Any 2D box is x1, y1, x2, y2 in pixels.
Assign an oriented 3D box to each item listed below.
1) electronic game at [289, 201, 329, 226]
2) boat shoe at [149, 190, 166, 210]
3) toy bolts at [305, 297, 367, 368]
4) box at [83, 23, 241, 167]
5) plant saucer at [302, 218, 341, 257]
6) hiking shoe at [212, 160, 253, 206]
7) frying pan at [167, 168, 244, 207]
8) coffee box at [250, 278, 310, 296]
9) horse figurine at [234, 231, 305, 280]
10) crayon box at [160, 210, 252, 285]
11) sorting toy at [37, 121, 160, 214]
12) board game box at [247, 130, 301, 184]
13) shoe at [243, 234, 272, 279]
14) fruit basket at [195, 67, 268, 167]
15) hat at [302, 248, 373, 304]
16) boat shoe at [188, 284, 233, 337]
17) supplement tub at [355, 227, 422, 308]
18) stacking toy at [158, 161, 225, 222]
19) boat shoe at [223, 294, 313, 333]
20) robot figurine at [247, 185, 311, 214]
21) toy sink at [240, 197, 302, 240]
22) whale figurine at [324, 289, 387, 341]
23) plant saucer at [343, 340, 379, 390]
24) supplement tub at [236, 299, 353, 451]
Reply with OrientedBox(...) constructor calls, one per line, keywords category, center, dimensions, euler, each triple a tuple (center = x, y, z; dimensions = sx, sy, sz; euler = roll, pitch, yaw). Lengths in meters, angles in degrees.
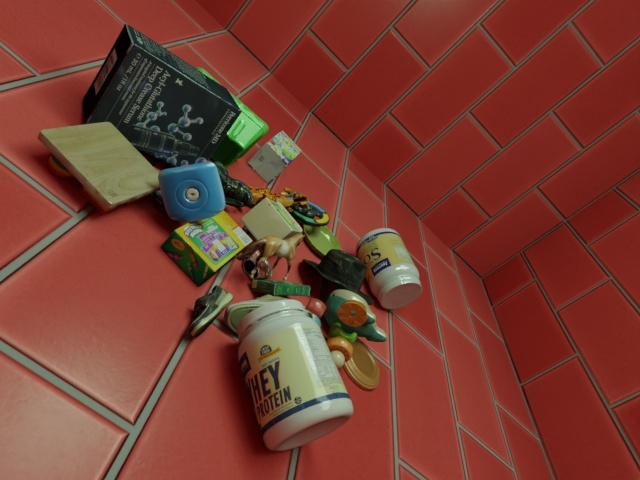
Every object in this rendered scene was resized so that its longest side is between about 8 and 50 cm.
OrientedBox(category="electronic game", center=(-0.064, -0.131, 2.058), dimensions=(0.229, 0.048, 0.229), euler=(20, 26, -10))
OrientedBox(category="boat shoe", center=(-0.494, -0.117, 1.414), dimensions=(0.125, 0.038, 0.046), euler=(53, -17, -2))
OrientedBox(category="toy bolts", center=(0.029, 0.296, 1.511), dimensions=(0.228, 0.218, 0.158), euler=(28, 33, -2))
OrientedBox(category="box", center=(-0.520, -0.448, 1.508), dimensions=(0.395, 0.294, 0.212), euler=(24, 23, -42))
OrientedBox(category="plant saucer", center=(0.000, 0.000, 2.060), dimensions=(0.241, 0.037, 0.241), euler=(38, 26, -22))
OrientedBox(category="hiking shoe", center=(-0.360, -0.200, 1.725), dimensions=(0.227, 0.086, 0.114), euler=(41, 33, 5))
OrientedBox(category="frying pan", center=(-0.423, -0.170, 1.592), dimensions=(0.197, 0.053, 0.326), euler=(52, 23, 9))
OrientedBox(category="coffee box", center=(-0.133, 0.160, 1.528), dimensions=(0.184, 0.113, 0.041), euler=(12, 86, -55))
OrientedBox(category="horse figurine", center=(-0.152, 0.043, 1.481), dimensions=(0.066, 0.175, 0.263), euler=(31, 11, 35))
OrientedBox(category="crayon box", center=(-0.345, 0.009, 1.423), dimensions=(0.165, 0.081, 0.278), euler=(47, 25, -3))
OrientedBox(category="sorting toy", center=(-0.611, -0.199, 1.278), dimensions=(0.255, 0.089, 0.257), euler=(47, 25, -3))
OrientedBox(category="board game box", center=(-0.212, -0.399, 2.164), dimensions=(0.142, 0.144, 0.275), euler=(45, 26, -10))
OrientedBox(category="shoe", center=(-0.234, 0.055, 1.560), dimensions=(0.178, 0.063, 0.081), euler=(60, 23, 16))
OrientedBox(category="fruit basket", center=(-0.418, -0.522, 1.900), dimensions=(0.392, 0.283, 0.392), euler=(24, 51, -33))
OrientedBox(category="hat", center=(0.097, 0.116, 1.819), dimensions=(0.331, 0.134, 0.331), euler=(32, 0, 0))
OrientedBox(category="boat shoe", center=(-0.310, 0.186, 1.236), dimensions=(0.073, 0.080, 0.223), euler=(41, 19, -2))
OrientedBox(category="supplement tub", center=(0.322, 0.132, 2.155), dimensions=(0.241, 0.241, 0.331), euler=(25, 33, -41))
OrientedBox(category="stacking toy", center=(-0.400, -0.179, 1.450), dimensions=(0.302, 0.175, 0.166), euler=(-123, -157, -67))
OrientedBox(category="boat shoe", center=(-0.168, 0.227, 1.386), dimensions=(0.302, 0.113, 0.103), euler=(14, 14, -42))
OrientedBox(category="robot figurine", center=(-0.168, -0.166, 1.877), dimensions=(0.211, 0.085, 0.291), euler=(26, 19, 36))
OrientedBox(category="toy sink", center=(-0.165, -0.053, 1.666), dimensions=(0.153, 0.131, 0.234), euler=(51, 5, 8))
OrientedBox(category="whale figurine", center=(0.123, 0.305, 1.688), dimensions=(0.272, 0.216, 0.141), euler=(47, 64, -19))
OrientedBox(category="plant saucer", center=(0.149, 0.446, 1.657), dimensions=(0.200, 0.037, 0.200), euler=(37, 27, -23))
OrientedBox(category="supplement tub", center=(-0.079, 0.344, 1.188), dimensions=(0.235, 0.235, 0.325), euler=(17, 39, -49))
